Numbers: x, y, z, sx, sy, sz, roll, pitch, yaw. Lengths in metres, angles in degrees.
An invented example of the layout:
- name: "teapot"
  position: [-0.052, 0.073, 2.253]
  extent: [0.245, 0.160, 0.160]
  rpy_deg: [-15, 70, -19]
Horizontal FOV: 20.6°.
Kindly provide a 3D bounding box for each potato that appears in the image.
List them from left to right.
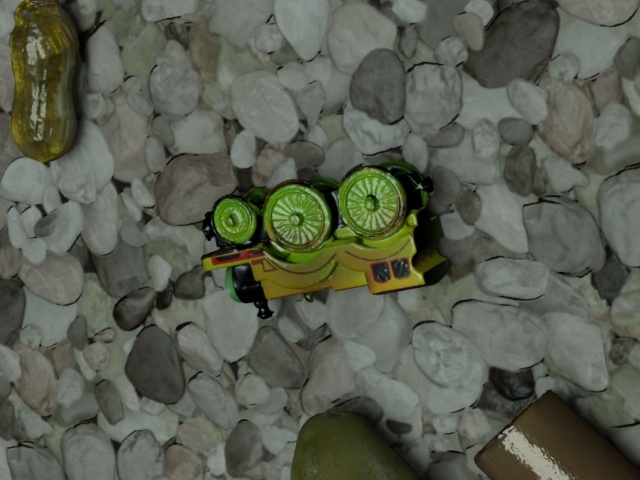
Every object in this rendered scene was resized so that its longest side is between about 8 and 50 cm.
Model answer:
- name: "potato"
  position: [0.043, 0.290, 2.047]
  extent: [0.157, 0.157, 0.194]
  rpy_deg: [-26, 74, 27]

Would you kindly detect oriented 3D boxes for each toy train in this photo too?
- name: "toy train"
  position: [0.000, 0.000, 2.030]
  extent: [0.296, 0.100, 0.160]
  rpy_deg: [-10, 96, 27]

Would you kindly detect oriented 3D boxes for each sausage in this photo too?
- name: "sausage"
  position: [0.298, 0.285, 1.927]
  extent: [0.253, 0.123, 0.123]
  rpy_deg: [44, 114, 12]

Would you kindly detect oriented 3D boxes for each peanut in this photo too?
- name: "peanut"
  position: [-0.339, -0.198, 2.165]
  extent: [0.087, 0.087, 0.206]
  rpy_deg: [7, 104, 24]
